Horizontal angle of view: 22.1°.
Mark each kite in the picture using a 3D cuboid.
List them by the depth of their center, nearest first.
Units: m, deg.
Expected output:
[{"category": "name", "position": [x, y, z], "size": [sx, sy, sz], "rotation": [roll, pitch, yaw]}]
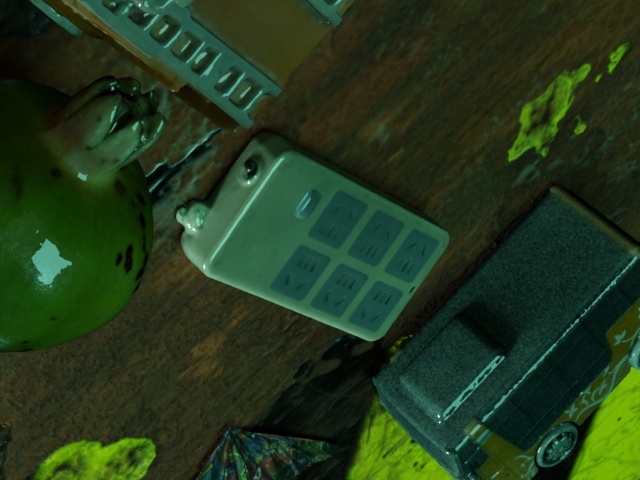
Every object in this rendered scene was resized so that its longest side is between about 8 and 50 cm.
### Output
[{"category": "kite", "position": [-0.079, 0.229, 1.480], "size": [0.232, 0.009, 0.189], "rotation": [-28, 140, -19]}]

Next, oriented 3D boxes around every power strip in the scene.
[{"category": "power strip", "position": [0.000, 0.000, 1.313], "size": [0.118, 0.046, 0.270], "rotation": [-53, 141, 10]}]

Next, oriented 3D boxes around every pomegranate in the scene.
[{"category": "pomegranate", "position": [-0.174, -0.027, 1.006], "size": [0.210, 0.180, 0.180], "rotation": [-35, 151, 34]}]

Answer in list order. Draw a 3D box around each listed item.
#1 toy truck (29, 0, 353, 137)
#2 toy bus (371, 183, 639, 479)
[{"category": "toy truck", "position": [-0.142, -0.214, 0.854], "size": [0.173, 0.207, 0.387], "rotation": [-49, 142, 5]}, {"category": "toy bus", "position": [0.192, 0.100, 1.507], "size": [0.275, 0.138, 0.167], "rotation": [-47, 141, 0]}]
